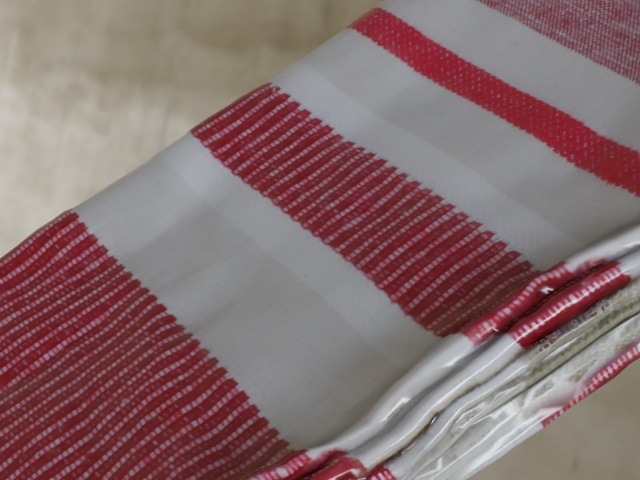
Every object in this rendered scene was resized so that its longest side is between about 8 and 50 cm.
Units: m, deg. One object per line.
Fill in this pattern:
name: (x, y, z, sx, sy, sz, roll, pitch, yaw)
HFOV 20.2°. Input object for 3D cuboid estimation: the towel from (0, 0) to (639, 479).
towel: (0.000, 0.000, 0.541, 0.037, 0.329, 0.237, 60, -12, -29)
